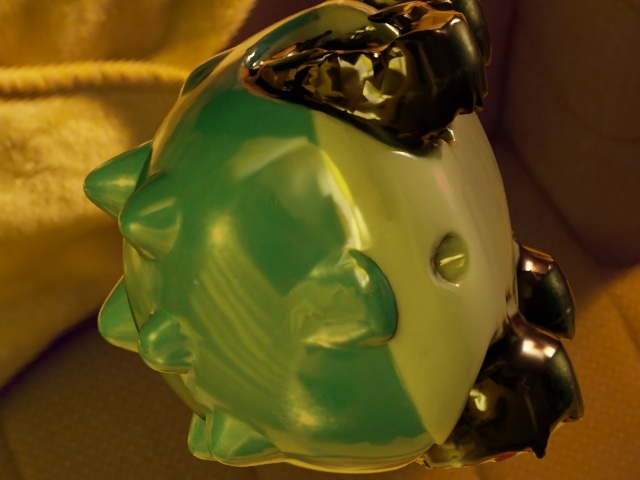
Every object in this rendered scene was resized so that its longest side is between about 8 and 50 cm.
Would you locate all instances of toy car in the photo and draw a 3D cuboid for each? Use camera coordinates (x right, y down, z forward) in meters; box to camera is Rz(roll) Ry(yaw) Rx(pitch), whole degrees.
[{"bbox_3d":[0.000,0.000,0.656,0.190,0.188,0.255,-17,-166,13],"label":"toy car"}]
